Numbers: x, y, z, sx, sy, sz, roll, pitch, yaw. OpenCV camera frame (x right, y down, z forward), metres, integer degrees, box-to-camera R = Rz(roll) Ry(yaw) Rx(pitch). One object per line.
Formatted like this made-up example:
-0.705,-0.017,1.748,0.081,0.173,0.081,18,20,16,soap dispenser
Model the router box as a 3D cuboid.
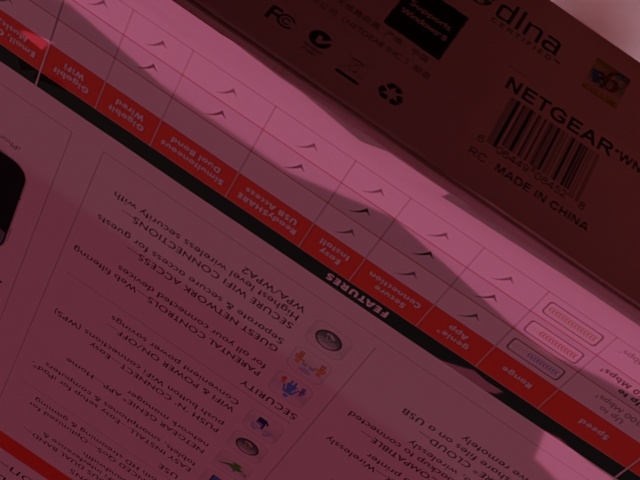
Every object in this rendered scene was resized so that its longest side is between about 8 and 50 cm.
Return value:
-0.044,0.012,0.466,0.335,0.082,0.301,35,140,-1,router box
